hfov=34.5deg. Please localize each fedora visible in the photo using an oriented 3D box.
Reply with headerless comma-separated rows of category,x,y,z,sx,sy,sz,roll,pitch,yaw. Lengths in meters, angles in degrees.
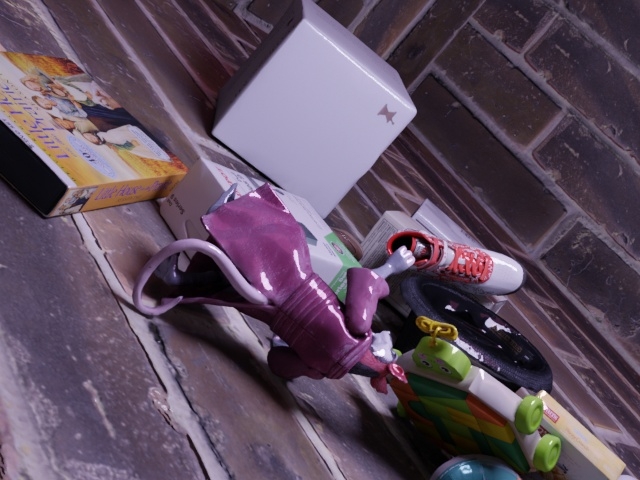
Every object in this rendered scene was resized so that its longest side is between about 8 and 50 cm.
fedora,0.256,0.213,1.888,0.334,0.152,0.334,30,16,-10

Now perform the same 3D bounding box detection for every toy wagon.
toy wagon,0.204,0.236,1.538,0.267,0.068,0.344,15,-29,36

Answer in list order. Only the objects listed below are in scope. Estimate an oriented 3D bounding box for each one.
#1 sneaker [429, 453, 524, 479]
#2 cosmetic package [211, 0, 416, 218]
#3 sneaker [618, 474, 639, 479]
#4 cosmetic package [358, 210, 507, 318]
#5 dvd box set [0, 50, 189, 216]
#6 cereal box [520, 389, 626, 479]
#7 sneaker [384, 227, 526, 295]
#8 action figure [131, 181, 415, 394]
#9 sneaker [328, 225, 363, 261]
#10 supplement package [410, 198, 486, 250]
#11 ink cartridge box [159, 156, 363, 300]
sneaker,0.287,0.413,1.509,0.302,0.108,0.121,33,13,-31
cosmetic package,-0.020,-0.321,2.378,0.327,0.329,0.393,37,15,-15
sneaker,0.698,0.582,2.052,0.290,0.106,0.123,26,22,-11
cosmetic package,0.220,0.085,2.137,0.296,0.153,0.129,43,17,17
dvd box set,-0.400,-0.174,1.579,0.307,0.062,0.420,43,15,8
cereal box,0.351,0.349,1.651,0.173,0.240,0.047,42,57,5
sneaker,0.253,0.044,1.975,0.270,0.090,0.145,16,-1,19
action figure,-0.026,0.082,1.422,0.370,0.248,0.276,39,16,5
sneaker,0.000,0.000,2.079,0.188,0.066,0.071,33,33,-9
supplement package,0.292,0.051,2.440,0.262,0.145,0.204,42,16,2
ink cartridge box,-0.094,0.001,1.708,0.289,0.121,0.211,19,26,-52
